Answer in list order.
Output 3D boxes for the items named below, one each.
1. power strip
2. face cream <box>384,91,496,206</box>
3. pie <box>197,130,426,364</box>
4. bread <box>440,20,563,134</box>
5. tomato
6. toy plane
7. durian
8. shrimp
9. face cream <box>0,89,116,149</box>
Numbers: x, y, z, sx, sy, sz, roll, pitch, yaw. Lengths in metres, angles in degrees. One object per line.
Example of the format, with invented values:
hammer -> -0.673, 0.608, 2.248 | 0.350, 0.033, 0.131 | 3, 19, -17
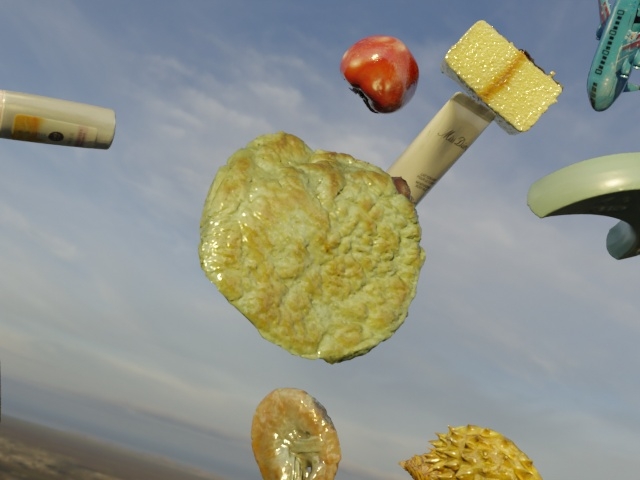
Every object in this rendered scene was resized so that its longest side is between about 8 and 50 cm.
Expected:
power strip -> 0.389, -0.040, 0.883 | 0.253, 0.054, 0.168 | 19, -31, -37
face cream -> 0.192, -0.144, 1.358 | 0.143, 0.314, 0.089 | 16, 32, -46
pie -> -0.004, 0.007, 0.799 | 0.275, 0.257, 0.105 | 20, -27, -26
bread -> 0.404, -0.362, 1.660 | 0.266, 0.142, 0.178 | 41, -33, -1
tomato -> 0.135, -0.362, 1.543 | 0.187, 0.151, 0.187 | 51, 7, -9
toy plane -> 0.519, -0.349, 1.216 | 0.105, 0.254, 0.271 | -6, -56, -1
durian -> 0.290, 0.433, 1.243 | 0.305, 0.195, 0.186 | 42, 16, 31
shrimp -> -0.026, 0.413, 1.267 | 0.168, 0.317, 0.077 | -32, -21, 20
face cream -> -0.395, -0.169, 1.003 | 0.198, 0.057, 0.084 | 3, -31, -28
